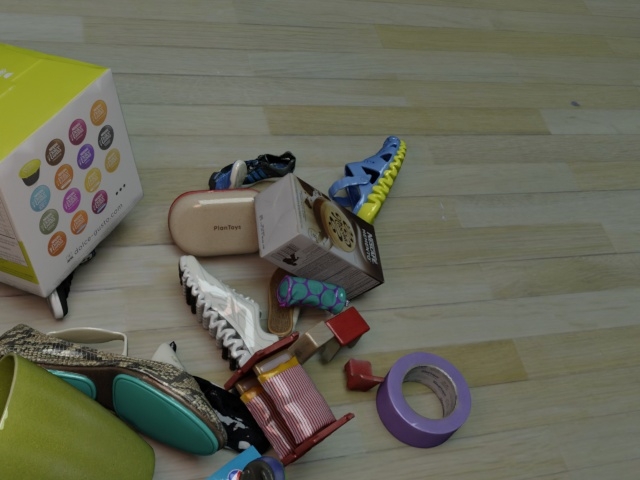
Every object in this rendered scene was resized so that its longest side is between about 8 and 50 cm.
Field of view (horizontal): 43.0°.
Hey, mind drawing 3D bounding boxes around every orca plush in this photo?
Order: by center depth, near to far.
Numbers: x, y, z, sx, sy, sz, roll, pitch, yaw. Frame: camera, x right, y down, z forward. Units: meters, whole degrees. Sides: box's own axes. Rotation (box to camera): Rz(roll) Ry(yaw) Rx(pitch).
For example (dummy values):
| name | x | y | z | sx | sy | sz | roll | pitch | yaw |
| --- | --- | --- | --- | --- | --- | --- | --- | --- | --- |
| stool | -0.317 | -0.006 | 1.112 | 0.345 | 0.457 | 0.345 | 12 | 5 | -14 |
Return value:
| name | x | y | z | sx | sy | sz | roll | pitch | yaw |
| --- | --- | --- | --- | --- | --- | --- | --- | --- | --- |
| orca plush | -0.209 | 0.303 | 1.599 | 0.151 | 0.102 | 0.287 | -29 | 67 | -34 |

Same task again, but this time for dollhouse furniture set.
| name | x | y | z | sx | sy | sz | roll | pitch | yaw |
| --- | --- | --- | --- | --- | --- | --- | --- | --- | --- |
| dollhouse furniture set | 0.014 | 0.266 | 1.625 | 0.374 | 0.152 | 0.201 | -25 | 74 | -46 |

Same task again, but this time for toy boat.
| name | x | y | z | sx | sy | sz | roll | pitch | yaw |
| --- | --- | --- | --- | --- | --- | --- | --- | --- | --- |
| toy boat | -0.232 | -0.052 | 1.856 | 0.231 | 0.150 | 0.151 | -3 | 18 | -12 |

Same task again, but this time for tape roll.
| name | x | y | z | sx | sy | sz | roll | pitch | yaw |
| --- | --- | --- | --- | --- | --- | --- | --- | --- | --- |
| tape roll | 0.219 | 0.339 | 1.735 | 0.189 | 0.080 | 0.188 | 10 | 51 | -12 |

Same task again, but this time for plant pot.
| name | x | y | z | sx | sy | sz | roll | pitch | yaw |
| --- | --- | --- | --- | --- | --- | --- | --- | --- | --- |
| plant pot | -0.441 | 0.369 | 1.378 | 0.294 | 0.275 | 0.274 | 28 | 46 | -27 |

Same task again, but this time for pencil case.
| name | x | y | z | sx | sy | sz | roll | pitch | yaw |
| --- | --- | --- | --- | --- | --- | --- | --- | --- | --- |
| pencil case | -0.017 | 0.120 | 1.758 | 0.152 | 0.064 | 0.070 | 14 | 76 | -29 |

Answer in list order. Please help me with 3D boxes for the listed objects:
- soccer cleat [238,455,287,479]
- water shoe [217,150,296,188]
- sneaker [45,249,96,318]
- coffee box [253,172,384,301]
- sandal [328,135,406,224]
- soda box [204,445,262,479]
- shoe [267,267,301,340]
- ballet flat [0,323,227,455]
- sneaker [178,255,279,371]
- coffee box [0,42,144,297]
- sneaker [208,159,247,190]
| name | x | y | z | sx | sy | sz | roll | pitch | yaw |
| --- | --- | --- | --- | --- | --- | --- | --- | --- | --- |
| soccer cleat | -0.089 | 0.531 | 1.442 | 0.094 | 0.121 | 0.289 | -6 | 79 | 23 |
| water shoe | -0.158 | -0.183 | 2.003 | 0.203 | 0.080 | 0.072 | -12 | 58 | -26 |
| sneaker | -0.522 | 0.056 | 1.693 | 0.121 | 0.079 | 0.216 | -11 | 57 | -24 |
| coffee box | 0.000 | 0.000 | 1.801 | 0.297 | 0.119 | 0.168 | 30 | 39 | -43 |
| sandal | 0.122 | -0.166 | 2.064 | 0.138 | 0.126 | 0.317 | 25 | 49 | 6 |
| soda box | -0.189 | 0.473 | 1.498 | 0.210 | 0.067 | 0.071 | -31 | 69 | -34 |
| shoe | -0.080 | 0.139 | 1.806 | 0.077 | 0.058 | 0.219 | 3 | 46 | 8 |
| ballet flat | -0.385 | 0.250 | 1.531 | 0.483 | 0.164 | 0.182 | 15 | 40 | 4 |
| sneaker | -0.199 | 0.145 | 1.712 | 0.118 | 0.110 | 0.292 | -31 | 75 | -20 |
| coffee box | -0.610 | -0.153 | 1.600 | 0.338 | 0.334 | 0.337 | 17 | 47 | 19 |
| sneaker | -0.223 | -0.143 | 1.904 | 0.085 | 0.152 | 0.058 | 30 | 54 | 13 |
